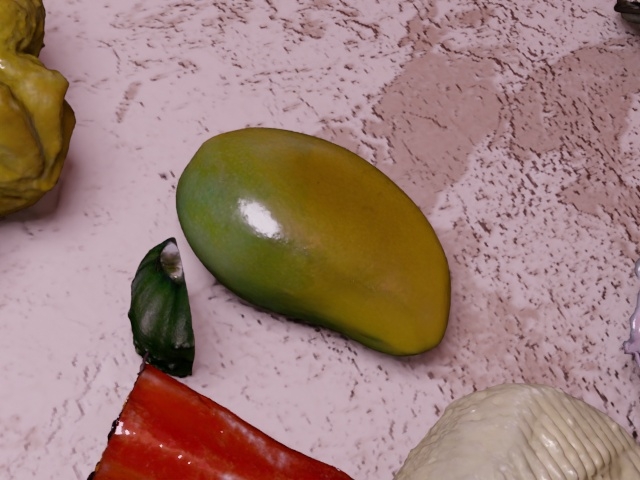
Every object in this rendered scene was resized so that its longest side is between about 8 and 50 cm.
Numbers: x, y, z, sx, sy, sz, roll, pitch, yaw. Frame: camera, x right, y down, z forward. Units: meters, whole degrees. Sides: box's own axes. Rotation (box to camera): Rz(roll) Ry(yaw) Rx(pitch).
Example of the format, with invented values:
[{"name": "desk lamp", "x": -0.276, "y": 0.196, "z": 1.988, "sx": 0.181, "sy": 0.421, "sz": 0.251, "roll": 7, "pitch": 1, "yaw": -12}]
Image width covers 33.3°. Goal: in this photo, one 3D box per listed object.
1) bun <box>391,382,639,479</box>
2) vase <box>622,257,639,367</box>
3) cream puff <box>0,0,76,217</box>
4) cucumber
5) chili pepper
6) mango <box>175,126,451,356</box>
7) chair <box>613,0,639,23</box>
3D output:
[{"name": "bun", "x": 0.104, "y": 0.192, "z": 0.559, "sx": 0.220, "sy": 0.134, "sz": 0.220, "roll": 22, "pitch": 54, "yaw": -34}, {"name": "vase", "x": 0.434, "y": 0.084, "z": 0.649, "sx": 0.445, "sy": 0.250, "sz": 0.250, "roll": 16, "pitch": 57, "yaw": -12}, {"name": "cream puff", "x": -0.234, "y": -0.081, "z": 0.621, "sx": 0.195, "sy": 0.194, "sz": 0.221, "roll": 34, "pitch": 62, "yaw": 7}, {"name": "cucumber", "x": -0.094, "y": 0.036, "z": 0.620, "sx": 0.035, "sy": 0.107, "sz": 0.067, "roll": -8, "pitch": 64, "yaw": -12}, {"name": "chili pepper", "x": -0.040, "y": 0.133, "z": 0.609, "sx": 0.169, "sy": 0.065, "sz": 0.088, "roll": 24, "pitch": 40, "yaw": -7}, {"name": "mango", "x": -0.001, "y": -0.003, "z": 0.686, "sx": 0.191, "sy": 0.085, "sz": 0.122, "roll": 27, "pitch": 46, "yaw": -9}, {"name": "chair", "x": 0.314, "y": -0.182, "z": 0.843, "sx": 0.160, "sy": 0.170, "sz": 0.325, "roll": -5, "pitch": 105, "yaw": -21}]
